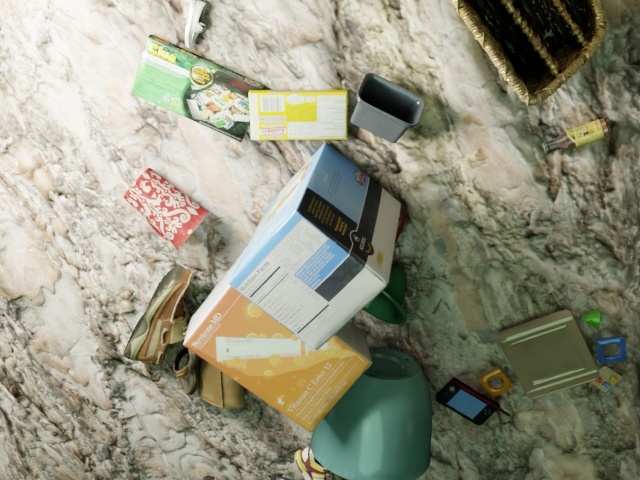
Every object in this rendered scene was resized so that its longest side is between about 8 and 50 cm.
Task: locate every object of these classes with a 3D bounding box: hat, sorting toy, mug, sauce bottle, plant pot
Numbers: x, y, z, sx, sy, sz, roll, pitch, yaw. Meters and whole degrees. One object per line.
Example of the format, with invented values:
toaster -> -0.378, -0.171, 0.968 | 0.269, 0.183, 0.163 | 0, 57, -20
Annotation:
hat -> 0.172, 0.069, 1.714 | 0.173, 0.184, 0.208 | 38, 159, -4
sorting toy -> 0.673, 0.327, 1.774 | 0.083, 0.012, 0.062 | 33, 119, -9
mug -> -0.364, -0.065, 1.684 | 0.169, 0.113, 0.150 | 41, 115, -9
sauce bottle -> 0.515, -0.207, 1.494 | 0.128, 0.042, 0.042 | -20, 113, 17
sorting toy -> 0.535, 0.266, 1.747 | 0.347, 0.047, 0.196 | -23, 108, 20
plant pot -> 0.132, 0.395, 1.760 | 0.292, 0.293, 0.235 | 7, 105, 6

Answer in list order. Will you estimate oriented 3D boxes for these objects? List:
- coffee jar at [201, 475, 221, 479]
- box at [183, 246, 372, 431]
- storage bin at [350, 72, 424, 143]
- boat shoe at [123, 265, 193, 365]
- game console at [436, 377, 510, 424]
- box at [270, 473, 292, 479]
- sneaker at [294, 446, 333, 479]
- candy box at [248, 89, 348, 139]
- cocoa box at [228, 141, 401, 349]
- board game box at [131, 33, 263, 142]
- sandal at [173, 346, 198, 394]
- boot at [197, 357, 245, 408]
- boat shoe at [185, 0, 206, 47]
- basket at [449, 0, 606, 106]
coffee jar -> -0.265, 0.744, 2.122 | 0.184, 0.079, 0.096 | 20, 123, -3
box -> -0.091, 0.214, 1.619 | 0.345, 0.168, 0.215 | 37, 101, -12
storage bin -> 0.129, -0.266, 1.508 | 0.135, 0.098, 0.091 | 26, 147, -5
boat shoe -> -0.377, 0.194, 1.830 | 0.119, 0.123, 0.324 | 27, 127, -12
game console -> 0.374, 0.411, 1.829 | 0.144, 0.085, 0.124 | 32, 118, -7
box -> -0.043, 0.843, 2.013 | 0.293, 0.296, 0.183 | 20, 119, -1
sneaker -> 0.008, 0.641, 2.025 | 0.083, 0.070, 0.185 | -26, 112, 27
candy box -> -0.045, -0.263, 1.552 | 0.205, 0.027, 0.105 | 0, 121, 0
cocoa box -> 0.000, 0.000, 1.518 | 0.228, 0.347, 0.231 | 38, 118, -11
board game box -> -0.263, -0.321, 1.573 | 0.259, 0.030, 0.136 | 24, 122, -4
sandal -> -0.341, 0.313, 1.870 | 0.060, 0.090, 0.219 | -2, 144, -15
boot -> -0.201, 0.320, 1.852 | 0.236, 0.089, 0.270 | 21, 129, 20
boat shoe -> -0.251, -0.438, 1.504 | 0.035, 0.035, 0.100 | 17, 113, 3
basket -> 0.368, -0.426, 1.298 | 0.213, 0.223, 0.299 | -33, 108, 24
